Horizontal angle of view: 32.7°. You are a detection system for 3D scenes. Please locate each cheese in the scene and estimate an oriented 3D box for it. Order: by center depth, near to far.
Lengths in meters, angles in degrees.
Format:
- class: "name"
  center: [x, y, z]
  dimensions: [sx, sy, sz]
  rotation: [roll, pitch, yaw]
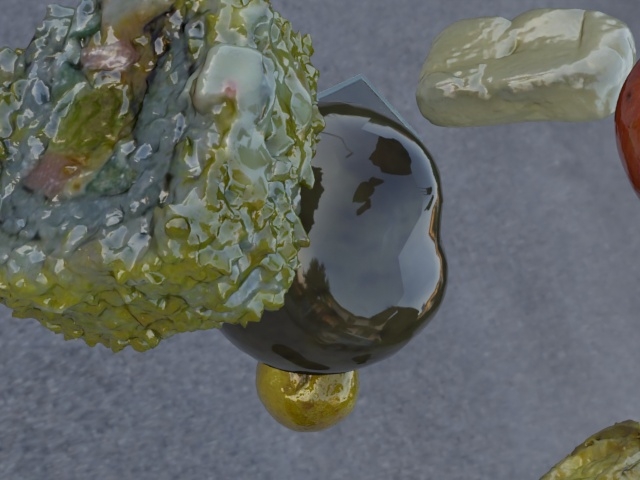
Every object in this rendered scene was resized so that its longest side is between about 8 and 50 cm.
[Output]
- class: "cheese"
  center: [0.254, -0.210, 1.349]
  dimensions: [0.093, 0.262, 0.159]
  rotation: [69, 26, -43]

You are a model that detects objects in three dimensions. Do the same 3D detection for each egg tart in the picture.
- class: "egg tart"
  center: [0.393, 0.337, 1.517]
  dimensions: [0.279, 0.279, 0.095]
  rotation: [-35, 96, -49]

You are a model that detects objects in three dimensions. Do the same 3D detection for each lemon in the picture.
- class: "lemon"
  center: [-0.020, 0.225, 1.748]
  dimensions: [0.170, 0.207, 0.170]
  rotation: [0, 70, 1]

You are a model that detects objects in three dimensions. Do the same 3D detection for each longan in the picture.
- class: "longan"
  center: [0.000, 0.000, 1.535]
  dimensions: [0.404, 0.404, 0.336]
  rotation: [50, 25, -17]

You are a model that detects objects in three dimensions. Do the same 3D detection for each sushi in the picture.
- class: "sushi"
  center: [-0.166, -0.092, 1.123]
  dimensions: [0.240, 0.351, 0.397]
  rotation: [44, 44, -53]

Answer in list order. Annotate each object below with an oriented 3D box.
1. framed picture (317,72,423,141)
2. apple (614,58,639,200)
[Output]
- class: "framed picture"
  center: [0.086, -0.224, 2.033]
  dimensions: [0.142, 0.011, 0.183]
  rotation: [-30, 73, -36]
- class: "apple"
  center: [0.371, -0.112, 0.994]
  dimensions: [0.164, 0.209, 0.209]
  rotation: [48, 41, -43]
